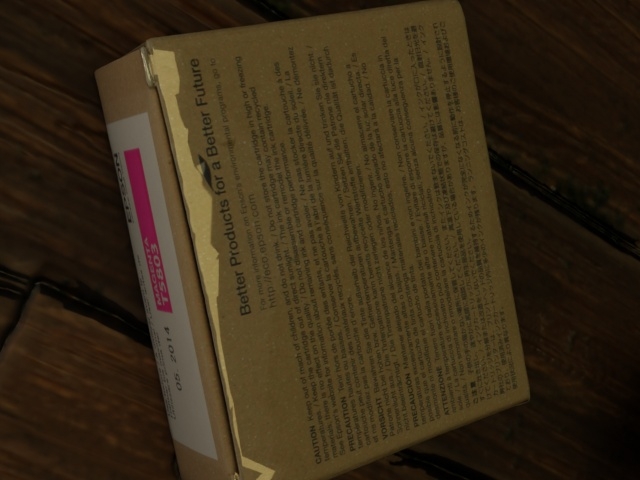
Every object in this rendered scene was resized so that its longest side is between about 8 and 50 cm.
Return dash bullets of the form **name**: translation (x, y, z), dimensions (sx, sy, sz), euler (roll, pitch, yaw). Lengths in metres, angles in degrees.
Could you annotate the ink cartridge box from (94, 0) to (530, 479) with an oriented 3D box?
- **ink cartridge box**: translation (0.000, 0.000, 0.584), dimensions (0.193, 0.088, 0.234), euler (-14, 97, -29)
